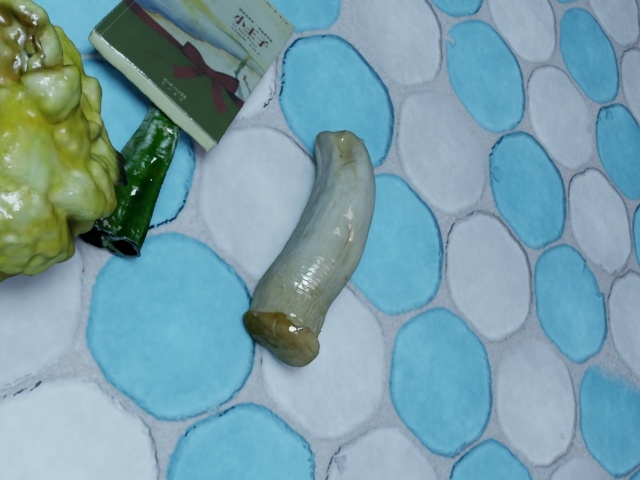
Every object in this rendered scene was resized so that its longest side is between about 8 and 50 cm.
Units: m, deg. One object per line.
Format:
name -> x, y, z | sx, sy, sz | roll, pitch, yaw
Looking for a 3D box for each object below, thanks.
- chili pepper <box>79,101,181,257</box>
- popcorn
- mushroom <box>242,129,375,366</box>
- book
chili pepper -> -0.218, -0.094, 0.883 | 0.088, 0.059, 0.227 | 28, 60, -24
popcorn -> -0.313, -0.107, 0.713 | 0.215, 0.252, 0.286 | -15, 76, 1
mushroom -> 0.000, 0.000, 1.005 | 0.122, 0.095, 0.351 | 25, 60, -11
book -> -0.155, -0.271, 0.972 | 0.201, 0.026, 0.289 | 42, 47, -21
